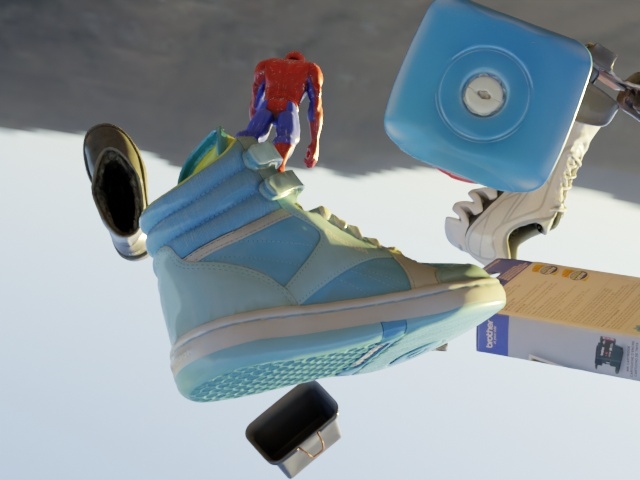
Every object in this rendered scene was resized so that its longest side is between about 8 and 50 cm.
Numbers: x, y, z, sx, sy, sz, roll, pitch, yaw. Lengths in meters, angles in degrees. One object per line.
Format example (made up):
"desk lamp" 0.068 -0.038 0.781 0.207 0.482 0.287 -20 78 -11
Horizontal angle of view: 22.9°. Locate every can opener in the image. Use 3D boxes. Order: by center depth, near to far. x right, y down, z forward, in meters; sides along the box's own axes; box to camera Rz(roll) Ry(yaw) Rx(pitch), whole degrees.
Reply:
"can opener" 0.350 -0.135 1.740 0.283 0.095 0.076 31 -179 -19

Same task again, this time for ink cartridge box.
"ink cartridge box" 0.308 0.089 1.792 0.311 0.065 0.186 11 -158 26

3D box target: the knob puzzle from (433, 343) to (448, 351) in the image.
"knob puzzle" 0.043 0.091 1.679 0.213 0.030 0.213 7 179 0

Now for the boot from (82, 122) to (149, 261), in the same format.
"boot" -0.237 -0.070 1.802 0.076 0.190 0.208 -23 169 0

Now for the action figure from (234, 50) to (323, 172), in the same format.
"action figure" -0.051 -0.108 1.787 0.091 0.139 0.280 6 -140 7

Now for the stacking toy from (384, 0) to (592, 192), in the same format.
"stacking toy" 0.178 -0.135 1.646 0.175 0.166 0.302 22 -178 8

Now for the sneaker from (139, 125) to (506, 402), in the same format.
"sneaker" 0.000 0.000 1.255 0.319 0.208 0.127 -6 157 -41

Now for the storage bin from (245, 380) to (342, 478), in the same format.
"storage bin" -0.027 0.291 2.344 0.098 0.135 0.091 43 167 35

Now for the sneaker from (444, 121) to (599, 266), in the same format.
"sneaker" 0.306 -0.079 2.175 0.118 0.292 0.110 44 -175 36
